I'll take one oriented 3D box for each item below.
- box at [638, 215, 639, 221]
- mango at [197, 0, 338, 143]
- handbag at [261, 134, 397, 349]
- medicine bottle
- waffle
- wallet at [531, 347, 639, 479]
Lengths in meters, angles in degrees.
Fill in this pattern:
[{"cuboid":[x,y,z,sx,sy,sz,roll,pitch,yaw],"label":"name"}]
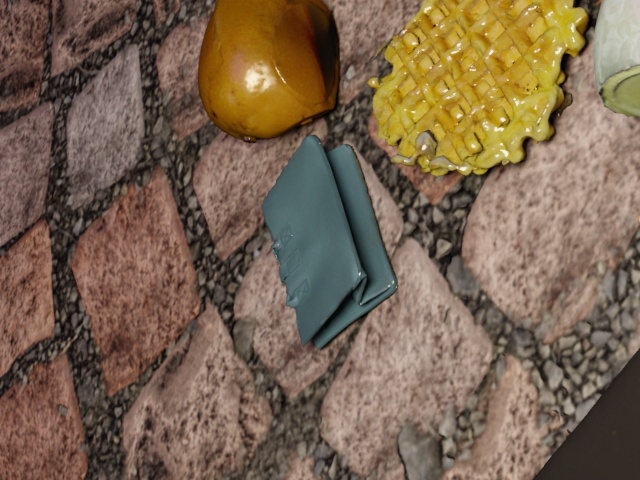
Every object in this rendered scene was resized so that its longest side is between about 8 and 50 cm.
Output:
[{"cuboid":[0.441,0.011,1.227,0.341,0.225,0.143,38,110,47],"label":"box"},{"cuboid":[-0.080,-0.228,1.977,0.166,0.136,0.236,-24,54,45],"label":"mango"},{"cuboid":[0.000,0.000,1.870,0.144,0.057,0.221,-45,48,35],"label":"handbag"},{"cuboid":[0.326,-0.198,1.496,0.147,0.147,0.143,-13,65,46],"label":"medicine bottle"},{"cuboid":[0.169,-0.194,1.743,0.280,0.060,0.262,5,78,48],"label":"waffle"},{"cuboid":[0.312,0.210,1.437,0.406,0.062,0.228,-56,44,21],"label":"wallet"}]
